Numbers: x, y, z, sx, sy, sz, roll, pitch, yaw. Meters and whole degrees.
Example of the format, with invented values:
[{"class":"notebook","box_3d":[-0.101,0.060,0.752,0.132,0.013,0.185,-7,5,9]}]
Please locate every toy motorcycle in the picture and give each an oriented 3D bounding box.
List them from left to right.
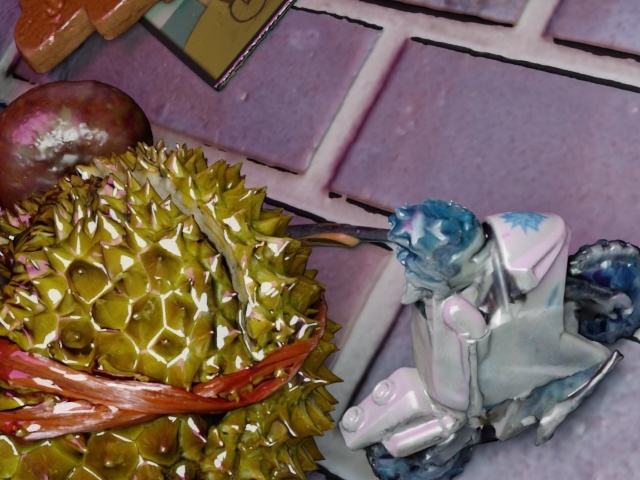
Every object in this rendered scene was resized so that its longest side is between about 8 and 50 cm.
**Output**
[{"class":"toy motorcycle","box_3d":[0.092,0.053,0.953,0.239,0.204,0.108,-49,30,-3]}]

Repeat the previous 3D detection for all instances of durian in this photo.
[{"class":"durian","box_3d":[-0.142,0.117,0.989,0.347,0.347,0.384,40,105,43]}]

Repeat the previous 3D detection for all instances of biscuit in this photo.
[{"class":"biscuit","box_3d":[-0.203,-0.305,1.466,0.306,0.043,0.284,-3,62,33]}]

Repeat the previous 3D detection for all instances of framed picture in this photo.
[{"class":"framed picture","box_3d":[-0.105,-0.313,1.435,0.244,0.013,0.324,-49,47,3]}]

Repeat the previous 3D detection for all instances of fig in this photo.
[{"class":"fig","box_3d":[-0.230,-0.076,1.337,0.143,0.231,0.160,38,92,0]}]

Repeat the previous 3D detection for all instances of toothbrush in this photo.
[{"class":"toothbrush","box_3d":[0.001,-0.003,1.171,0.321,0.023,0.031,8,67,39]}]
